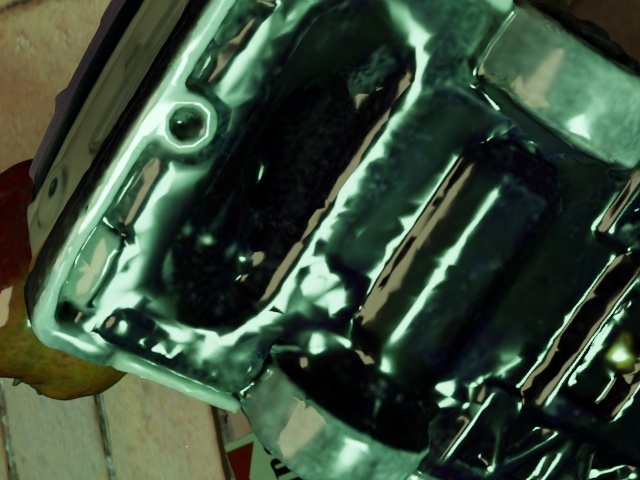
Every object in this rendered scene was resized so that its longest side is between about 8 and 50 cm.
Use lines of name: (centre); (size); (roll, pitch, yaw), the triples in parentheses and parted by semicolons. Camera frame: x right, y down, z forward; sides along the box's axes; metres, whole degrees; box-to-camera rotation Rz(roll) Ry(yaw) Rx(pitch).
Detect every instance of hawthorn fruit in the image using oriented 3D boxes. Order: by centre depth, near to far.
hawthorn fruit: (-0.228, 0.009, 1.134); (0.208, 0.208, 0.248); (9, 79, 40)

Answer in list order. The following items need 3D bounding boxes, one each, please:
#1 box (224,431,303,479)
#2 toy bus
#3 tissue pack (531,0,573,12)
box: (-0.005, 0.233, 1.071); (0.115, 0.036, 0.178); (-28, 79, 40)
toy bus: (0.085, -0.003, 0.620); (0.209, 0.439, 0.249); (-57, 30, 13)
tissue pack: (-0.003, -0.310, 0.811); (0.382, 0.293, 0.228); (51, 127, 23)
